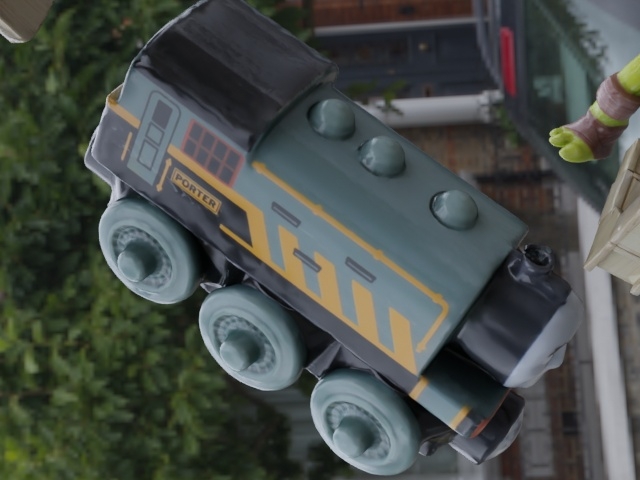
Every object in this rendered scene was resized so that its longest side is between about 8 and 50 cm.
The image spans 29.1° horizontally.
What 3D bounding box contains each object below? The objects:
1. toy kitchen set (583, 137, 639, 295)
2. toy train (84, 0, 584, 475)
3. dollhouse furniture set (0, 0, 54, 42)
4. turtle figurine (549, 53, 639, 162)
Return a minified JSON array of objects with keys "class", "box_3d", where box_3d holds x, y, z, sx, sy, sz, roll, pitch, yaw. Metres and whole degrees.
[{"class":"toy kitchen set","box_3d":[0.192,-0.017,0.639,0.083,0.068,0.075,-64,1,-30]},{"class":"toy train","box_3d":[0.000,0.000,0.756,0.142,0.334,0.190,-44,-13,-42]},{"class":"dollhouse furniture set","box_3d":[-0.339,-0.190,0.686,0.256,0.362,0.394,44,-129,-35]},{"class":"turtle figurine","box_3d":[0.250,-0.142,0.890,0.087,0.269,0.217,-35,-26,-49]}]
